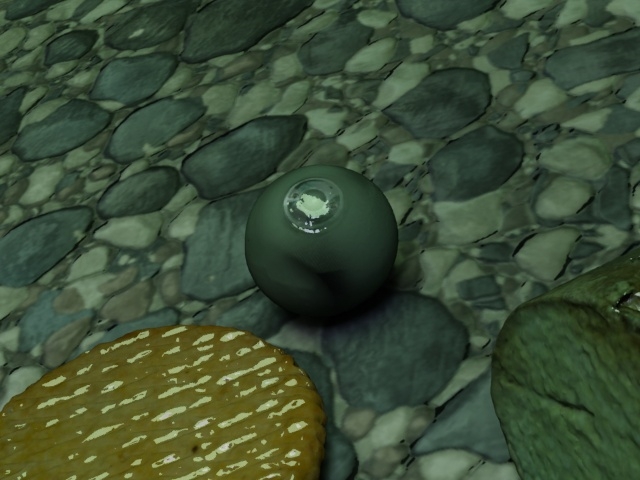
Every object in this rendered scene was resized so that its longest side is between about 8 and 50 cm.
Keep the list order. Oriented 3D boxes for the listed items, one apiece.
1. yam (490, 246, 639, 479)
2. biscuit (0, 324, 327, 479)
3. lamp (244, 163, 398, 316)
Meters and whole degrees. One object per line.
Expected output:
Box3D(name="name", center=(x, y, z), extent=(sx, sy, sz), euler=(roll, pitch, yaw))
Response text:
Box3D(name="yam", center=(0.247, 0.050, 0.632), extent=(0.304, 0.168, 0.168), euler=(-23, 35, -7))
Box3D(name="biscuit", center=(-0.115, 0.143, 0.787), extent=(0.254, 0.035, 0.254), euler=(-14, 36, 10))
Box3D(name="lamp", center=(0.000, 0.000, 0.863), extent=(0.105, 0.105, 0.105), euler=(-13, 36, 10))
